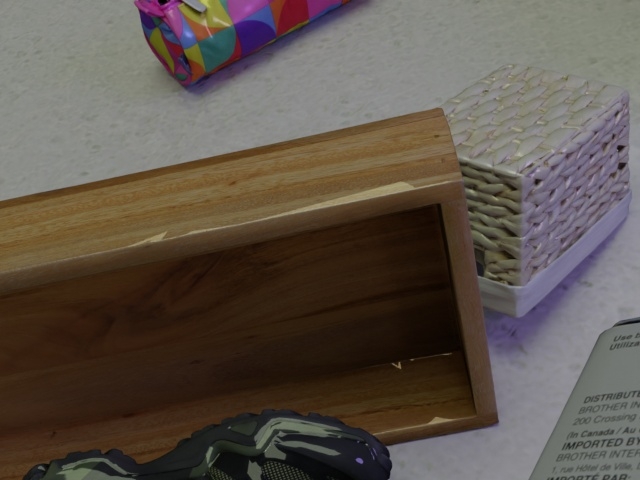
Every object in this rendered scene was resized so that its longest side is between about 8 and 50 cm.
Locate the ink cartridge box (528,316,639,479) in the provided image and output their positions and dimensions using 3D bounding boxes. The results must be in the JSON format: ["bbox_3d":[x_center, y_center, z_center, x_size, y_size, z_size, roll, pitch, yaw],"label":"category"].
[{"bbox_3d":[0.173,0.138,0.261,0.270,0.151,0.395,-18,28,48],"label":"ink cartridge box"}]

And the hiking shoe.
[{"bbox_3d":[-0.065,0.172,0.590,0.227,0.086,0.114,-14,55,10],"label":"hiking shoe"}]

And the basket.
[{"bbox_3d":[0.131,-0.042,0.703,0.113,0.103,0.167,21,40,34],"label":"basket"}]

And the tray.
[{"bbox_3d":[-0.111,0.060,0.619,0.411,0.202,0.076,-12,41,5],"label":"tray"}]

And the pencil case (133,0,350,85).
[{"bbox_3d":[-0.064,-0.240,1.006,0.236,0.104,0.104,-32,44,-18],"label":"pencil case"}]
